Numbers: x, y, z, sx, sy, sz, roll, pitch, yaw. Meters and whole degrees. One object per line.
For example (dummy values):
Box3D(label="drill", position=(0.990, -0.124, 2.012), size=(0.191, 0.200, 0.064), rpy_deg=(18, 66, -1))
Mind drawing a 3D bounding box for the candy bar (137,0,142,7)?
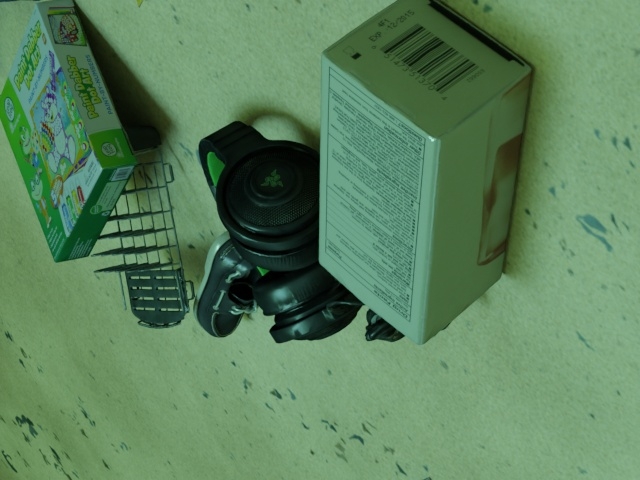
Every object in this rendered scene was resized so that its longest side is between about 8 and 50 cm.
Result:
Box3D(label="candy bar", position=(-0.248, -0.338, 1.935), size=(0.161, 0.018, 0.040), rpy_deg=(52, 154, 3))

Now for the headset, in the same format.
Box3D(label="headset", position=(0.000, 0.000, 1.841), size=(0.394, 0.185, 0.243), rpy_deg=(45, 161, 53))

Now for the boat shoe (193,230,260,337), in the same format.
Box3D(label="boat shoe", position=(-0.111, 0.070, 2.129), size=(0.065, 0.075, 0.206), rpy_deg=(46, 148, 24))

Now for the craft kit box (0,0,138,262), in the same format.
Box3D(label="craft kit box", position=(-0.327, -0.136, 2.147), size=(0.250, 0.061, 0.247), rpy_deg=(-54, 52, 53))

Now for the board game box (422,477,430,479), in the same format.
Box3D(label="board game box", position=(0.139, 0.343, 2.100), size=(0.090, 0.020, 0.090), rpy_deg=(54, 154, 4))

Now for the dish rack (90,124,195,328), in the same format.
Box3D(label="dish rack", position=(-0.248, -0.016, 2.181), size=(0.208, 0.074, 0.271), rpy_deg=(-3, 99, 62))

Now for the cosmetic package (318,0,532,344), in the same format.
Box3D(label="cosmetic package", position=(0.091, -0.063, 1.571), size=(0.153, 0.129, 0.296), rpy_deg=(39, 150, 26))
